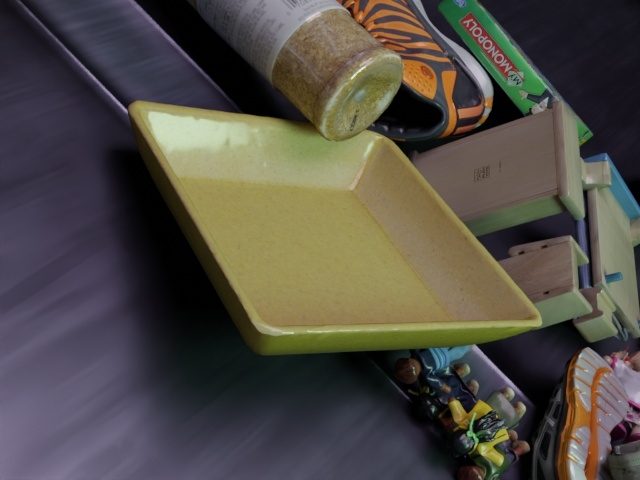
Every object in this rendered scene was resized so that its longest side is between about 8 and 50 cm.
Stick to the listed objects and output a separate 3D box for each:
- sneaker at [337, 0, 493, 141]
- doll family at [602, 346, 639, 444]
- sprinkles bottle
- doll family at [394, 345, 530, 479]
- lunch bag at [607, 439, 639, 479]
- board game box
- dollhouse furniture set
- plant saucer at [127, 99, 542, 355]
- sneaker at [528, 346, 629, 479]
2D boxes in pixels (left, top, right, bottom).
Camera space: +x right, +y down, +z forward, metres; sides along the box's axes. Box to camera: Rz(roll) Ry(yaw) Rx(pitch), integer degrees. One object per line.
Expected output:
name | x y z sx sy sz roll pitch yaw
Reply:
sneaker | 0.057 -0.242 1.192 0.321 0.124 0.180 42 36 19
doll family | 0.430 0.230 1.147 0.263 0.118 0.163 27 47 10
sprinkles bottle | -0.066 -0.263 1.097 0.121 0.121 0.355 -19 57 -45
doll family | 0.139 0.166 0.990 0.111 0.076 0.193 -24 68 -42
lunch bag | 0.441 0.279 0.952 0.287 0.169 0.235 -17 78 -3
board game box | 0.274 -0.223 1.333 0.213 0.046 0.317 54 17 12
dollhouse furniture set | 0.261 0.039 1.170 0.303 0.198 0.286 43 42 -40
plant saucer | 0.000 0.000 0.962 0.333 0.081 0.333 2 38 -36
sneaker | 0.267 0.197 1.045 0.084 0.083 0.215 42 42 -7
